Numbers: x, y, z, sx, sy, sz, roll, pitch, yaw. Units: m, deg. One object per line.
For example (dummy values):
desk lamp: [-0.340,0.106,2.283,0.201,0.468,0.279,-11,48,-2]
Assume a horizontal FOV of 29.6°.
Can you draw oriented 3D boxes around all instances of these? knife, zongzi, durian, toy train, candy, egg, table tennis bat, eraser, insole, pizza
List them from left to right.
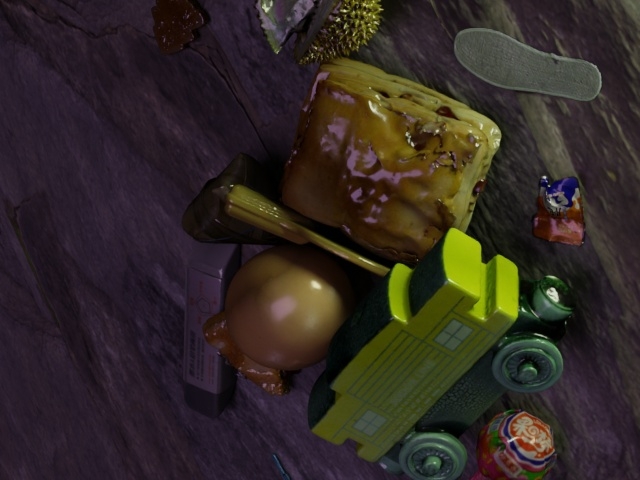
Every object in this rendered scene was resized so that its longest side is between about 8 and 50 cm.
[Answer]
eraser: [-0.196,0.153,2.168,0.089,0.061,0.351,19,118,29]
zongzi: [-0.096,-0.023,2.017,0.242,0.112,0.221,32,151,-16]
pizza: [-0.099,0.189,2.096,0.154,0.069,0.194,-15,121,27]
knife: [-0.064,0.430,2.216,0.014,0.005,0.091,-29,90,42]
egg: [-0.046,0.102,1.908,0.201,0.201,0.244,54,157,6]
table tennis bat: [0.000,0.000,1.848,0.321,0.198,0.050,25,94,-5]
durian: [0.026,-0.366,1.750,0.237,0.138,0.193,-22,88,41]
toy train: [0.165,0.175,1.767,0.272,0.179,0.442,30,125,-13]
candy: [0.248,0.386,1.920,0.124,0.124,0.365,47,137,12]
insole: [0.285,-0.243,1.692,0.232,0.003,0.080,22,120,28]

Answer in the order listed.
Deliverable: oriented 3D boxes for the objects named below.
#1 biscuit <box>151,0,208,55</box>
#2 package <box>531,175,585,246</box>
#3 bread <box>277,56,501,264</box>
biscuit: [-0.243,-0.366,2.024,0.119,0.019,0.130,39,126,18]
package: [0.336,-0.045,1.716,0.077,0.033,0.110,-1,123,13]
bread: [0.076,-0.106,1.795,0.325,0.167,0.277,32,124,24]
